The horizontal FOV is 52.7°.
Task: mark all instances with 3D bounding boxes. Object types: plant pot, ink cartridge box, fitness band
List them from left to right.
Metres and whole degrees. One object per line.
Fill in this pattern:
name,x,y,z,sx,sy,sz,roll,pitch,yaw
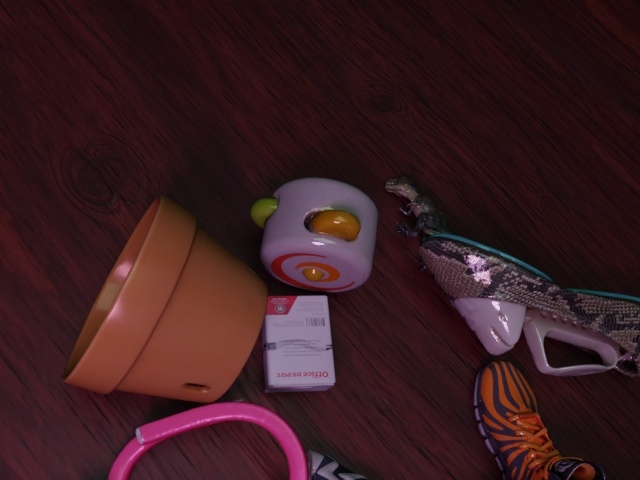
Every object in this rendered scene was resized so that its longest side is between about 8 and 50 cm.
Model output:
plant pot,-0.212,0.106,0.946,0.203,0.291,0.291,28,60,-20
fitness band,-0.160,0.342,0.909,0.290,0.054,0.209,-16,72,-2
ink cartridge box,-0.040,0.171,1.063,0.109,0.063,0.151,2,65,-15

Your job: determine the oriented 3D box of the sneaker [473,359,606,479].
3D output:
sneaker,0.356,0.331,1.024,0.124,0.180,0.321,-7,67,-18

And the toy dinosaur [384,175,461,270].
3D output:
toy dinosaur,0.207,-0.014,1.224,0.268,0.064,0.118,48,56,7

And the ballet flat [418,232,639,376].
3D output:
ballet flat,0.388,0.138,1.142,0.482,0.164,0.182,18,71,-12

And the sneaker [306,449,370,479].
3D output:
sneaker,0.046,0.415,0.917,0.153,0.094,0.235,21,18,-15

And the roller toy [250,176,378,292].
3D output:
roller toy,0.000,0.000,1.081,0.209,0.191,0.146,-8,59,31
